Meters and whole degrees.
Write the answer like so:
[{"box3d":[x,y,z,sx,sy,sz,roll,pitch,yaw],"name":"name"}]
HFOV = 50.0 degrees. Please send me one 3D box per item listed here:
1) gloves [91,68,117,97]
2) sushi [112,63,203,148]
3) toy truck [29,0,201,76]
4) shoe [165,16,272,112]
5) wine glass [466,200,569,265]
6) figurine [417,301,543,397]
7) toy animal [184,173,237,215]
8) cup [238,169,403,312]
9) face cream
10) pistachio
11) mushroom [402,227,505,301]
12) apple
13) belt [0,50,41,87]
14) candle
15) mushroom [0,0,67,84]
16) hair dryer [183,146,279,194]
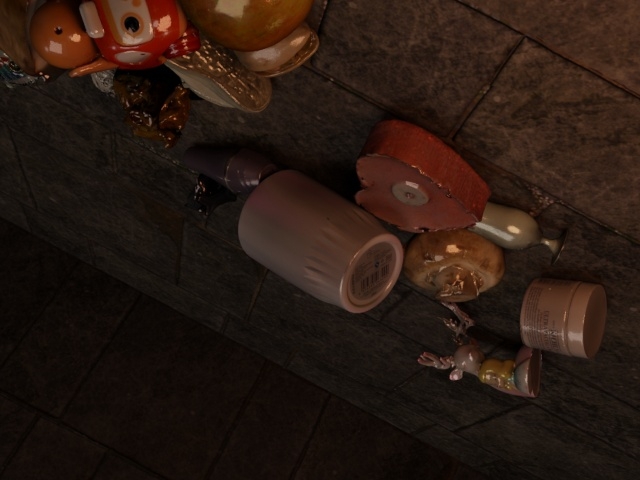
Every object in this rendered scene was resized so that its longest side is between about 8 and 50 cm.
[{"box3d":[-0.522,-0.418,1.695,0.115,0.070,0.153,20,150,16],"name":"gloves"},{"box3d":[-0.379,-0.328,1.578,0.213,0.203,0.200,6,151,46],"name":"sushi"},{"box3d":[-0.369,-0.388,1.209,0.265,0.239,0.188,-2,110,49],"name":"toy truck"},{"box3d":[-0.260,-0.377,1.470,0.316,0.124,0.159,34,167,-26],"name":"shoe"},{"box3d":[0.425,-0.022,1.489,0.202,0.092,0.093,21,152,11],"name":"wine glass"},{"box3d":[0.457,0.314,1.964,0.316,0.206,0.284,3,150,29],"name":"figurine"},{"box3d":[-0.358,-0.137,2.017,0.210,0.121,0.117,1,124,52],"name":"toy animal"},{"box3d":[0.000,0.000,1.648,0.372,0.253,0.253,30,159,39],"name":"cup"},{"box3d":[0.569,0.179,1.610,0.153,0.177,0.177,5,145,38],"name":"face cream"},{"box3d":[-0.094,-0.382,1.330,0.185,0.124,0.124,-4,142,21],"name":"pistachio"},{"box3d":[0.306,0.052,1.625,0.255,0.184,0.255,1,165,0],"name":"mushroom"},{"box3d":[-0.117,-0.449,1.153,0.226,0.246,0.246,-19,130,29],"name":"apple"},{"box3d":[-0.708,-0.472,1.629,0.258,0.207,0.150,12,152,44],"name":"belt"},{"box3d":[0.219,-0.129,1.458,0.287,0.131,0.317,21,162,17],"name":"candle"},{"box3d":[-0.606,-0.560,1.316,0.397,0.224,0.313,43,154,8],"name":"mushroom"},{"box3d":[-0.188,-0.127,1.879,0.301,0.121,0.361,17,158,38],"name":"hair dryer"}]
